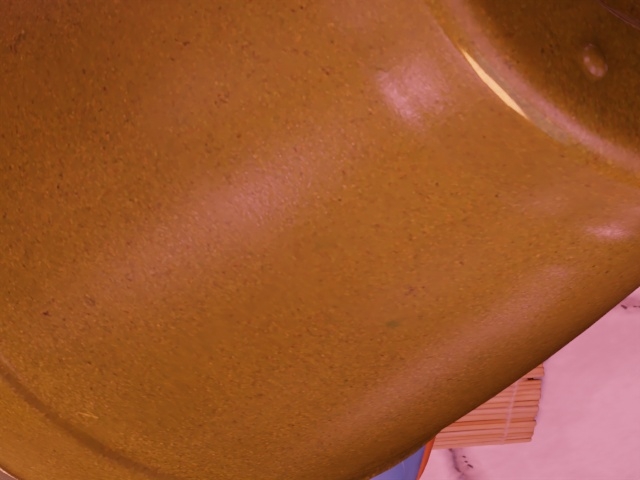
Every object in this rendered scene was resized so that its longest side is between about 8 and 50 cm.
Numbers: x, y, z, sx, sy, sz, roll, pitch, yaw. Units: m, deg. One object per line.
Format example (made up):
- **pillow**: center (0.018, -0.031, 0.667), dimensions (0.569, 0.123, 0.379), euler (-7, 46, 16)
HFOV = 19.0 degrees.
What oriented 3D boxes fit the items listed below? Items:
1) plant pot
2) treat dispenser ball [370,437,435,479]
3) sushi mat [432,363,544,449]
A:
- **plant pot**: center (0.018, -0.080, 0.785), dimensions (0.366, 0.367, 0.353), euler (21, 154, -28)
- **treat dispenser ball**: center (-0.073, 0.073, 1.075), dimensions (0.288, 0.288, 0.288), euler (-4, 137, -4)
- **sushi mat**: center (-0.004, 0.106, 1.317), dimensions (0.316, 0.019, 0.151), euler (-5, 136, -4)
